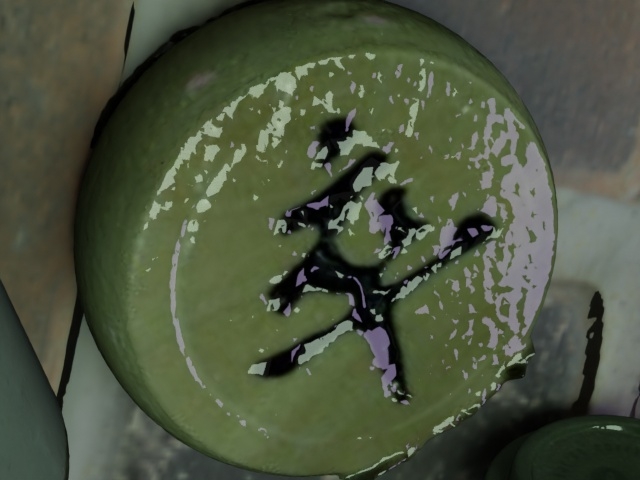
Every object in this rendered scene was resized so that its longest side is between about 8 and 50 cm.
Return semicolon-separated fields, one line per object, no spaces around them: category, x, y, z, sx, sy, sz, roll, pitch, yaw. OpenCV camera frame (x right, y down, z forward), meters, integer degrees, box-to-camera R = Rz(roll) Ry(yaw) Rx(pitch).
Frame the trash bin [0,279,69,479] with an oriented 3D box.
trash bin;-0.255;-0.061;0.425;0.280;0.280;0.432;-29;123;-11

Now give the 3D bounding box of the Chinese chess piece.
Chinese chess piece;0.000;0.000;0.672;0.188;0.083;0.188;-9;116;-19

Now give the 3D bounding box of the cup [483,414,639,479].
cup;0.125;0.159;0.780;0.120;0.120;0.141;-9;123;-21
